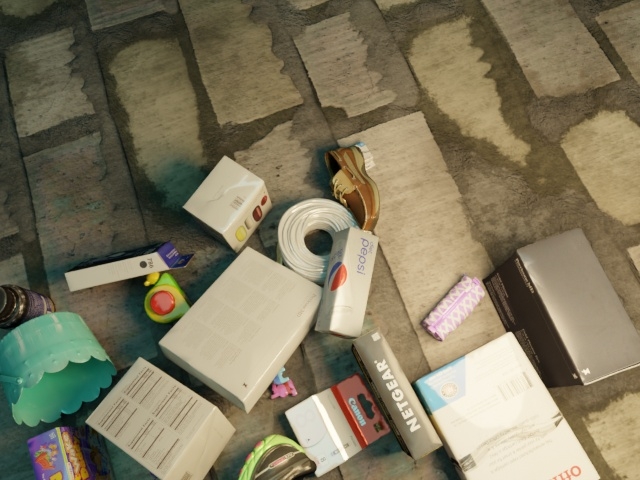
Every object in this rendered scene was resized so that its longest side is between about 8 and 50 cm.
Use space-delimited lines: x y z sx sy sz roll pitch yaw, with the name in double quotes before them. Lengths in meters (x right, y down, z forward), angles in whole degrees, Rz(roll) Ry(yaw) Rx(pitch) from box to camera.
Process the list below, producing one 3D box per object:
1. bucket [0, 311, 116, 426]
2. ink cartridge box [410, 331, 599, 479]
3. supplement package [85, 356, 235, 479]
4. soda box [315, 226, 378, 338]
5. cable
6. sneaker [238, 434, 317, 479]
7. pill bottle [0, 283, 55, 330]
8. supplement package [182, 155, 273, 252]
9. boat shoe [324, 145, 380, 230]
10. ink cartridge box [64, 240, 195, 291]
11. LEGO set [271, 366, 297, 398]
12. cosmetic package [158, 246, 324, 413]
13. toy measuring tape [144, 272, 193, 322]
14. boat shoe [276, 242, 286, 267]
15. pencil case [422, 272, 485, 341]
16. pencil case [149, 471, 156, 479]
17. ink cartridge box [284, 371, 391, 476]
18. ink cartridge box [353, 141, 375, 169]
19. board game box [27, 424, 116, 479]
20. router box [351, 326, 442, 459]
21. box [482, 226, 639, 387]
"bucket" -0.715 0.338 1.369 0.281 0.281 0.183 -38 66 -9
"ink cartridge box" 0.456 0.483 1.319 0.285 0.166 0.395 -25 72 -5
"supplement package" -0.396 0.472 1.298 0.262 0.199 0.198 24 60 23
"soda box" 0.072 0.115 1.380 0.098 0.091 0.287 20 72 -23
"cable" 0.000 0.000 1.510 0.257 0.089 0.257 -36 80 -18
"sneaker" -0.145 0.737 1.250 0.202 0.185 0.483 14 75 20
"pill bottle" -0.860 0.192 1.442 0.122 0.219 0.123 -1 73 3
"supplement package" -0.265 -0.101 1.516 0.149 0.203 0.194 34 78 12
"boat shoe" 0.084 -0.157 1.523 0.119 0.123 0.324 -1 46 -17
"ink cartridge box" -0.547 0.065 1.496 0.332 0.165 0.065 -12 102 -2
"LEGO set" -0.156 0.344 1.433 0.093 0.087 0.227 -25 72 -6
"cosmetic package" -0.197 0.226 1.391 0.284 0.097 0.377 26 57 22
"toy measuring tape" -0.411 0.232 1.476 0.121 0.121 0.330 -36 86 -8
"boat shoe" -0.108 0.038 1.551 0.042 0.049 0.133 12 63 -23
"pencil case" 0.381 0.192 1.455 0.086 0.088 0.206 41 80 12
"pencil case" -0.379 0.592 1.376 0.151 0.064 0.070 -12 92 0
"ink cartridge box" 0.047 0.496 1.394 0.232 0.066 0.189 -30 73 -2
"ink cartridge box" 0.137 -0.270 1.641 0.048 0.028 0.083 -29 74 -6
"board game box" -0.593 0.647 1.282 0.078 0.233 0.347 -23 73 -4
"router box" 0.184 0.391 1.321 0.081 0.243 0.309 -26 74 -5
"box" 0.611 0.191 1.328 0.178 0.312 0.343 -20 73 -4
